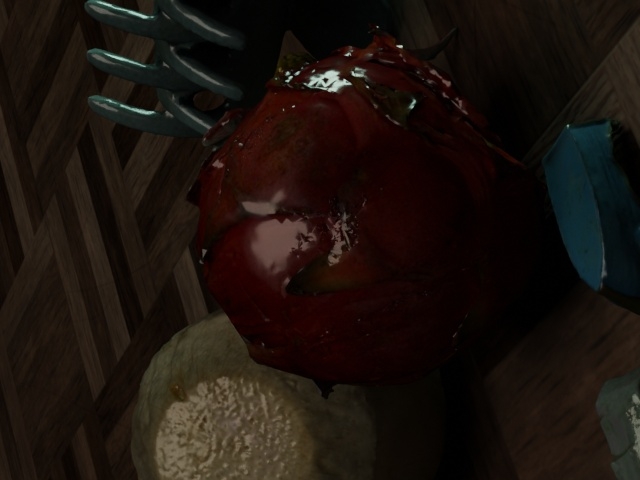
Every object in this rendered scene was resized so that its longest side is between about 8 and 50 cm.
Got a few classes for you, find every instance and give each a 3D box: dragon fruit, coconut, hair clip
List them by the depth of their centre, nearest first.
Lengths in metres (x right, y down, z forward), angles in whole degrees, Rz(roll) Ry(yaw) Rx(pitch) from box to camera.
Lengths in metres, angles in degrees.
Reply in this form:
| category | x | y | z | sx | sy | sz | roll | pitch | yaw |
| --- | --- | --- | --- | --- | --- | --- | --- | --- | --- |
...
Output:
| category | x | y | z | sx | sy | sz | roll | pitch | yaw |
| --- | --- | --- | --- | --- | --- | --- | --- | --- | --- |
| dragon fruit | 0.040 | -0.020 | 1.557 | 0.301 | 0.295 | 0.296 | -35 | 55 | 15 |
| hair clip | -0.092 | -0.265 | 1.724 | 0.392 | 0.238 | 0.318 | 24 | 136 | 17 |
| coconut | -0.022 | 0.181 | 1.783 | 0.329 | 0.328 | 0.329 | 16 | 109 | 61 |

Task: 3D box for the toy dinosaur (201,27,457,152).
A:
| category | x | y | z | sx | sy | sz | roll | pitch | yaw |
| --- | --- | --- | --- | --- | --- | --- | --- | --- | --- |
| toy dinosaur | 0.023 | -0.134 | 1.684 | 0.242 | 0.167 | 0.053 | -45 | 36 | 6 |

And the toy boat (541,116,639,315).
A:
| category | x | y | z | sx | sy | sz | roll | pitch | yaw |
| --- | --- | --- | --- | --- | --- | --- | --- | --- | --- |
| toy boat | 0.243 | -0.015 | 1.459 | 0.075 | 0.077 | 0.185 | 117 | 148 | -47 |

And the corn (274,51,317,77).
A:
| category | x | y | z | sx | sy | sz | roll | pitch | yaw |
| --- | --- | --- | --- | --- | --- | --- | --- | --- | --- |
| corn | 0.014 | -0.105 | 1.852 | 0.091 | 0.091 | 0.260 | -65 | 34 | 29 |

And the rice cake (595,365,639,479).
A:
| category | x | y | z | sx | sy | sz | roll | pitch | yaw |
| --- | --- | --- | --- | --- | --- | --- | --- | --- | --- |
| rice cake | 0.293 | 0.258 | 1.399 | 0.066 | 0.063 | 0.336 | -40 | 57 | 48 |
